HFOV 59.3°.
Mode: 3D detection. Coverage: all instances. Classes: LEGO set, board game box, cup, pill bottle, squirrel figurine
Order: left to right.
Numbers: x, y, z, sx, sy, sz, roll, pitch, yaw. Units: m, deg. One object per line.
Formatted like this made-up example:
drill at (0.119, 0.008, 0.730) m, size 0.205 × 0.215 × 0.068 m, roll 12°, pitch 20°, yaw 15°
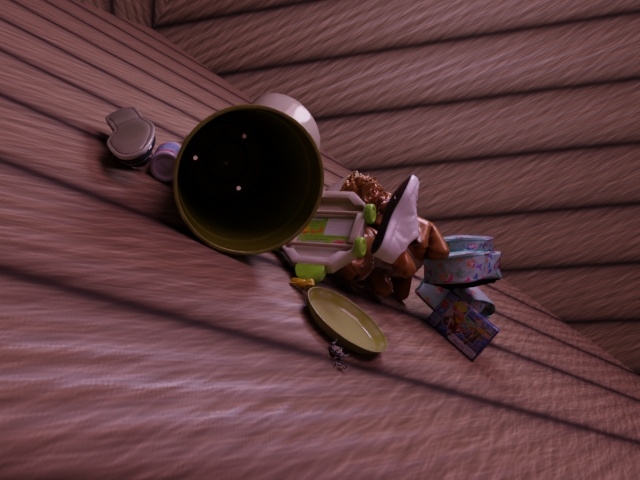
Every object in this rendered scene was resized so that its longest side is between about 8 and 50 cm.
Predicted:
pill bottle at (-0.428, -0.228, 1.586) m, size 0.087 × 0.087 × 0.160 m, roll 30°, pitch 16°, yaw -19°
cup at (-0.199, -0.347, 2.089) m, size 0.331 × 0.331 × 0.237 m, roll 36°, pitch 43°, yaw 2°
LEGO set at (0.036, 0.255, 1.251) m, size 0.054 × 0.023 × 0.083 m, roll 31°, pitch 29°, yaw -5°
squirrel figurine at (0.149, -0.012, 1.800) m, size 0.371 × 0.281 × 0.396 m, roll -1°, pitch 60°, yaw -34°
board game box at (0.464, 0.278, 1.842) m, size 0.201 × 0.136 × 0.035 m, roll 42°, pitch 18°, yaw 22°

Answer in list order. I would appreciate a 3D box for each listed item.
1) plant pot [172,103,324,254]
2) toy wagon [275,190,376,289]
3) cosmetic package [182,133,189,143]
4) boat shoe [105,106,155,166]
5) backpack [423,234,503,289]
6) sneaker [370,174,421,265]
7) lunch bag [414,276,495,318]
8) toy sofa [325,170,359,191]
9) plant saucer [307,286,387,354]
plant pot at (-0.221, -0.188, 1.497) m, size 0.367 × 0.366 × 0.353 m, roll 27°, pitch 6°, yaw -25°
toy wagon at (0.000, 0.000, 1.562) m, size 0.267 × 0.344 × 0.068 m, roll 3°, pitch -37°, yaw 22°
cosmetic package at (-0.437, -0.348, 2.004) m, size 0.060 × 0.041 × 0.115 m, roll 37°, pitch 16°, yaw 7°
boat shoe at (-0.495, -0.251, 1.486) m, size 0.340 × 0.127 × 0.113 m, roll 43°, pitch -27°, yaw 50°
backpack at (0.468, 0.076, 1.889) m, size 0.254 × 0.191 × 0.225 m, roll -11°, pitch 4°, yaw -43°
sneaker at (0.248, -0.053, 1.653) m, size 0.123 × 0.290 × 0.106 m, roll 29°, pitch -22°, yaw -12°
lunch bag at (0.524, 0.211, 2.130) m, size 0.262 × 0.160 × 0.223 m, roll 7°, pitch 30°, yaw -48°
toy sofa at (0.121, -0.191, 2.561) m, size 0.150 × 0.177 × 0.362 m, roll 58°, pitch 13°, yaw -10°
plant saucer at (0.060, 0.207, 1.403) m, size 0.241 × 0.037 × 0.241 m, roll 32°, pitch 15°, yaw -10°
